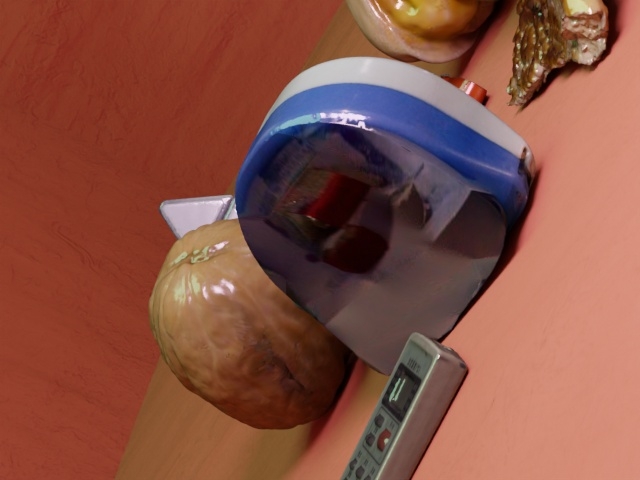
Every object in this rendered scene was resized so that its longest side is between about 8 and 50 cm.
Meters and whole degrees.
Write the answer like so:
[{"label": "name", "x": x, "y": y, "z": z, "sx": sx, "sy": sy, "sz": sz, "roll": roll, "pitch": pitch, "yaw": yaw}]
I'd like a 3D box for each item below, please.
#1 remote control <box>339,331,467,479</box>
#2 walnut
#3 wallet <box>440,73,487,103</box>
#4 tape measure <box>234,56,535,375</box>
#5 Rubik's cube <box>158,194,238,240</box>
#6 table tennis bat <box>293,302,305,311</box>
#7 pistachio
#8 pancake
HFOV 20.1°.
[{"label": "remote control", "x": 0.043, "y": 0.219, "z": 1.634, "sx": 0.285, "sy": 0.038, "sz": 0.123, "roll": -62, "pitch": 9, "yaw": 3}, {"label": "walnut", "x": -0.072, "y": 0.094, "z": 2.026, "sx": 0.225, "sy": 0.261, "sz": 0.225, "roll": -25, "pitch": 42, "yaw": 25}, {"label": "wallet", "x": 0.123, "y": -0.095, "z": 2.122, "sx": 0.204, "sy": 0.045, "sz": 0.142, "roll": -62, "pitch": 11, "yaw": 1}, {"label": "tape measure", "x": 0.053, "y": -0.043, "z": 1.733, "sx": 0.259, "sy": 0.262, "sz": 0.138, "roll": -53, "pitch": 2, "yaw": 41}, {"label": "Rubik's cube", "x": -0.041, "y": 0.036, "z": 2.351, "sx": 0.233, "sy": 0.229, "sz": 0.228, "roll": -27, "pitch": 32, "yaw": -32}, {"label": "table tennis bat", "x": 0.000, "y": 0.000, "z": 1.968, "sx": 0.044, "sy": 0.215, "sz": 0.329, "roll": -46, "pitch": 10, "yaw": 16}, {"label": "pistachio", "x": 0.136, "y": -0.364, "z": 2.323, "sx": 0.230, "sy": 0.229, "sz": 0.309, "roll": -56, "pitch": 27, "yaw": 33}, {"label": "pancake", "x": 0.214, "y": -0.219, "z": 1.803, "sx": 0.266, "sy": 0.057, "sz": 0.244, "roll": -101, "pitch": 18, "yaw": -44}]
